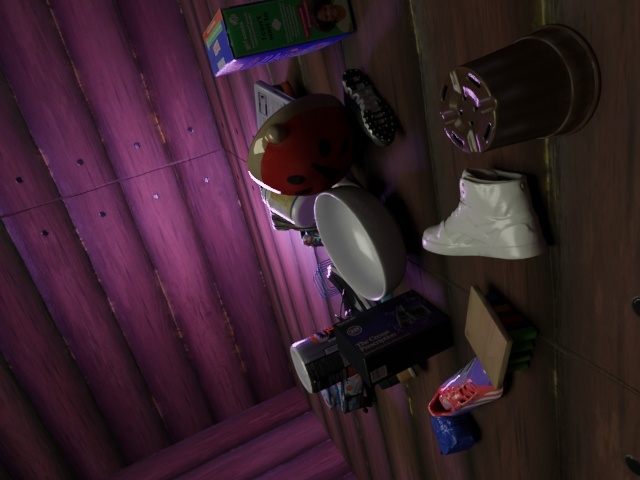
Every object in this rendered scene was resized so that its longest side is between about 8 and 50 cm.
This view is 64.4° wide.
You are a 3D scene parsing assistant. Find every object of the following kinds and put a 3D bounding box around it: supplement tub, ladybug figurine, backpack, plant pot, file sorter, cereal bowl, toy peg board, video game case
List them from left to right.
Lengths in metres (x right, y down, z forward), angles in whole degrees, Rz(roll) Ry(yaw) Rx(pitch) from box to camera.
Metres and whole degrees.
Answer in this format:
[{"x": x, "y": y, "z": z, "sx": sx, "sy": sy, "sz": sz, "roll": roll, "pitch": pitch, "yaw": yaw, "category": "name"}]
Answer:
[{"x": -0.097, "y": -0.346, "z": 1.732, "sx": 0.300, "sy": 0.036, "sz": 0.328, "roll": 34, "pitch": 149, "yaw": 21, "category": "video game case"}, {"x": -0.101, "y": -0.146, "z": 1.815, "sx": 0.200, "sy": 0.144, "sz": 0.144, "roll": 32, "pitch": 143, "yaw": 36, "category": "supplement tub"}, {"x": -0.028, "y": -0.231, "z": 1.345, "sx": 0.162, "sy": 0.305, "sz": 0.449, "roll": 46, "pitch": -163, "yaw": 11, "category": "ladybug figurine"}, {"x": 0.045, "y": 0.143, "z": 1.958, "sx": 0.118, "sy": 0.105, "sz": 0.170, "roll": 63, "pitch": 162, "yaw": 15, "category": "file sorter"}, {"x": 0.067, "y": 0.405, "z": 1.840, "sx": 0.193, "sy": 0.316, "sz": 0.193, "roll": 56, "pitch": 158, "yaw": 37, "category": "supplement tub"}, {"x": 0.090, "y": 0.580, "z": 2.196, "sx": 0.276, "sy": 0.213, "sz": 0.263, "roll": -129, "pitch": 35, "yaw": -52, "category": "backpack"}, {"x": 0.130, "y": -0.008, "z": 1.429, "sx": 0.339, "sy": 0.141, "sz": 0.338, "roll": 50, "pitch": 156, "yaw": 31, "category": "cereal bowl"}, {"x": 0.376, "y": 0.523, "z": 1.430, "sx": 0.101, "sy": 0.098, "sz": 0.120, "roll": 105, "pitch": 154, "yaw": -48, "category": "backpack"}, {"x": 0.383, "y": 0.198, "z": 1.081, "sx": 0.160, "sy": 0.079, "sz": 0.161, "roll": -107, "pitch": 9, "yaw": -50, "category": "toy peg board"}, {"x": 0.275, "y": -0.208, "z": 0.739, "sx": 0.167, "sy": 0.165, "sz": 0.166, "roll": 57, "pitch": 160, "yaw": 34, "category": "plant pot"}]

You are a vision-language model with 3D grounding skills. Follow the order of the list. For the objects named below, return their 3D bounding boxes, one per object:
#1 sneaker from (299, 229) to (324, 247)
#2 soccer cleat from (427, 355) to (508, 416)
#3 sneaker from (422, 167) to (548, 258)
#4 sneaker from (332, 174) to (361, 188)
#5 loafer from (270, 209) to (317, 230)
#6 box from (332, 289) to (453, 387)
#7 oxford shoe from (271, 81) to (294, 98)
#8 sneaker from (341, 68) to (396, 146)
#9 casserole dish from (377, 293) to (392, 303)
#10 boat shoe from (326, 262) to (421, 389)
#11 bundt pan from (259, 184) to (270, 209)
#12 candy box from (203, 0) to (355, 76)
[{"x": 0.000, "y": 0.000, "z": 1.884, "sx": 0.262, "sy": 0.125, "sz": 0.104, "roll": 32, "pitch": 142, "yaw": 63, "category": "sneaker"}, {"x": 0.358, "y": 0.371, "z": 1.255, "sx": 0.108, "sy": 0.117, "sz": 0.318, "roll": 61, "pitch": 161, "yaw": 24, "category": "soccer cleat"}, {"x": 0.294, "y": -0.059, "z": 0.982, "sx": 0.293, "sy": 0.108, "sz": 0.169, "roll": 1, "pitch": 110, "yaw": 61, "category": "sneaker"}, {"x": 0.066, "y": -0.169, "z": 1.586, "sx": 0.212, "sy": 0.080, "sz": 0.094, "roll": 57, "pitch": 171, "yaw": 30, "category": "sneaker"}, {"x": -0.083, "y": -0.088, "z": 1.902, "sx": 0.268, "sy": 0.096, "sz": 0.084, "roll": -3, "pitch": 123, "yaw": 35, "category": "loafer"}, {"x": 0.193, "y": 0.255, "z": 1.372, "sx": 0.184, "sy": 0.261, "sz": 0.103, "roll": 36, "pitch": 144, "yaw": 60, "category": "box"}, {"x": -0.123, "y": -0.418, "z": 1.804, "sx": 0.271, "sy": 0.099, "sz": 0.097, "roll": 70, "pitch": 163, "yaw": -4, "category": "oxford shoe"}, {"x": 0.117, "y": -0.309, "z": 1.256, "sx": 0.106, "sy": 0.078, "sz": 0.234, "roll": 96, "pitch": 152, "yaw": -62, "category": "sneaker"}, {"x": 0.183, "y": 0.133, "z": 1.642, "sx": 0.114, "sy": 0.037, "sz": 0.188, "roll": 37, "pitch": 143, "yaw": 59, "category": "casserole dish"}, {"x": 0.136, "y": 0.272, "z": 1.691, "sx": 0.500, "sy": 0.156, "sz": 0.187, "roll": 56, "pitch": -178, "yaw": 34, "category": "boat shoe"}, {"x": -0.160, "y": -0.247, "z": 2.080, "sx": 0.330, "sy": 0.124, "sz": 0.330, "roll": 55, "pitch": 158, "yaw": 36, "category": "bundt pan"}, {"x": -0.114, "y": -0.523, "z": 1.281, "sx": 0.268, "sy": 0.318, "sz": 0.122, "roll": 24, "pitch": 132, "yaw": 66, "category": "candy box"}]
